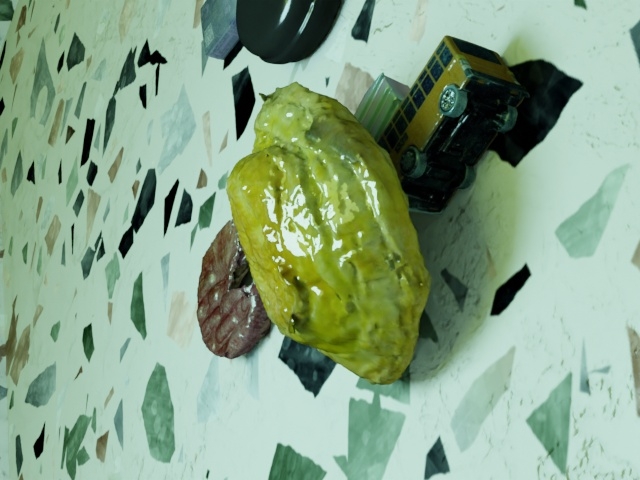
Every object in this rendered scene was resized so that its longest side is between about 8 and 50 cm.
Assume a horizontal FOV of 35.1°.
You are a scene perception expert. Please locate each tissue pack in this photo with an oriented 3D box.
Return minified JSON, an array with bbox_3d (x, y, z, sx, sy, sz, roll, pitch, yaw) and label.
[{"bbox_3d":[-0.157,-0.408,1.782,0.156,0.051,0.112,-41,49,47],"label":"tissue pack"}]

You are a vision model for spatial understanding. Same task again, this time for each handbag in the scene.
[{"bbox_3d":[-0.044,-0.421,1.541,0.253,0.093,0.308,24,101,60],"label":"handbag"}]

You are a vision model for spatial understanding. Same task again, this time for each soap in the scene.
[{"bbox_3d":[0.076,-0.125,1.259,0.149,0.056,0.100,-62,36,28],"label":"soap"}]

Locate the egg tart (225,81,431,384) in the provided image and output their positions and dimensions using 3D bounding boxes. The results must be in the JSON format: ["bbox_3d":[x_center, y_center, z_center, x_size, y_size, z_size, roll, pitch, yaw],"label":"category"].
[{"bbox_3d":[0.000,0.000,1.150,0.339,0.153,0.352,-149,44,-66],"label":"egg tart"}]

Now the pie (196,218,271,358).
[{"bbox_3d":[-0.131,0.076,1.561,0.204,0.054,0.219,-35,53,51],"label":"pie"}]

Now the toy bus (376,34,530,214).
[{"bbox_3d":[0.134,-0.126,1.122,0.182,0.091,0.103,-57,37,32],"label":"toy bus"}]
